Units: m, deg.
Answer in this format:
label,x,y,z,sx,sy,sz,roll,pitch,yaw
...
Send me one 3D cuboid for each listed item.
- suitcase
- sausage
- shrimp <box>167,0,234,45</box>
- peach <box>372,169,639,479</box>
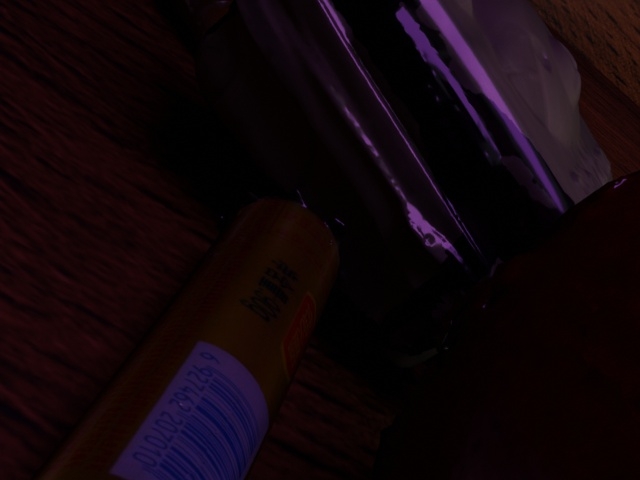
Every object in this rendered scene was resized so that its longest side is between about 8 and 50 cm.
label,x,y,z,sx,sy,sz,roll,pitch,yaw
suitcase,0.067,-0.112,0.731,0.339,0.194,0.351,57,20,0
sausage,-0.056,0.073,0.427,0.082,0.082,0.371,43,24,-7
shrimp,-0.071,-0.196,0.881,0.262,0.051,0.198,54,17,6
peach,0.192,0.143,0.433,0.353,0.339,0.416,14,27,6
